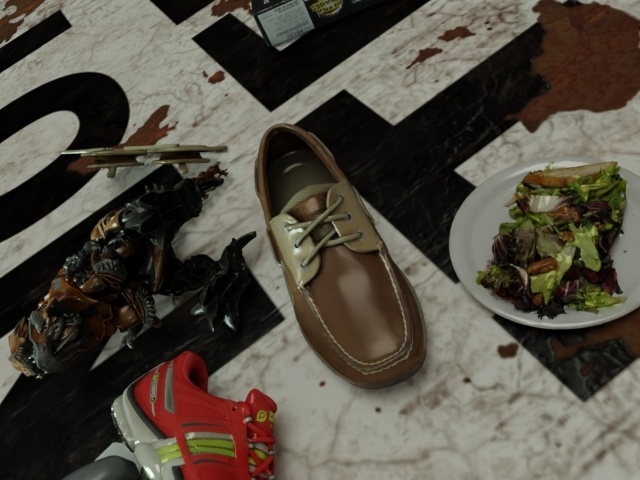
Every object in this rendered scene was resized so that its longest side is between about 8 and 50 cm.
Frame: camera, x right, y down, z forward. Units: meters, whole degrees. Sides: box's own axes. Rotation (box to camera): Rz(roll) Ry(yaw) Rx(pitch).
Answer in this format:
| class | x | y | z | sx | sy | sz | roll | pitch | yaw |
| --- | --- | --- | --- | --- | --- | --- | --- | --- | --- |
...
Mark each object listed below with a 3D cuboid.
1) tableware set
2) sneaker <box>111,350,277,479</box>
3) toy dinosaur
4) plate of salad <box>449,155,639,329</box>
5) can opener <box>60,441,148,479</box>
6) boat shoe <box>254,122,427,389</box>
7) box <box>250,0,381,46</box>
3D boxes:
| class | x | y | z | sx | sy | sz | roll | pitch | yaw |
| --- | --- | --- | --- | --- | --- | --- | --- | --- | --- |
| tableware set | -0.234 | -0.105 | 0.804 | 0.194 | 0.128 | 0.039 | 1 | 97 | 22 |
| sneaker | -0.075 | 0.184 | 0.499 | 0.118 | 0.107 | 0.279 | -41 | 50 | -17 |
| toy dinosaur | -0.202 | 0.008 | 0.664 | 0.219 | 0.164 | 0.321 | -7 | 58 | 38 |
| plate of salad | 0.219 | -0.011 | 0.557 | 0.200 | 0.048 | 0.199 | -11 | 51 | 14 |
| can opener | -0.264 | 0.285 | 0.513 | 0.280 | 0.093 | 0.074 | -46 | 49 | -7 |
| boat shoe | 0.000 | 0.000 | 0.596 | 0.123 | 0.116 | 0.324 | -29 | 49 | 0 |
| box | 0.024 | -0.472 | 0.979 | 0.294 | 0.073 | 0.295 | -18 | 49 | 9 |
